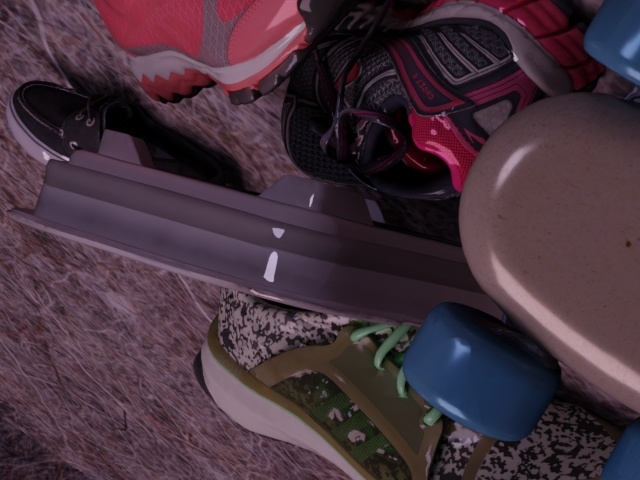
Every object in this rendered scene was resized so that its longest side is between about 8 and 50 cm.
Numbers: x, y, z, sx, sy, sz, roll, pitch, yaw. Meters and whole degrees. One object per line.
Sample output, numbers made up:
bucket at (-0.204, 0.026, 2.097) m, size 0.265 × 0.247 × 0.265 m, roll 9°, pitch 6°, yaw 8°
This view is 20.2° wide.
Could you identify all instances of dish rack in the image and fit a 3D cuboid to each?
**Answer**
dish rack at (0.000, 0.000, 1.156) m, size 0.285 × 0.072 × 0.333 m, roll 14°, pitch -179°, yaw 42°

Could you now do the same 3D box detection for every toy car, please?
toy car at (0.182, 0.002, 0.918) m, size 0.210 × 0.219 × 0.238 m, roll 29°, pitch -168°, yaw 8°

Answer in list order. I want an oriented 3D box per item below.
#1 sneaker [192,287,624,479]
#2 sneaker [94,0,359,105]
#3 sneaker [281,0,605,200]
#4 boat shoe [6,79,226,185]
sneaker at (0.054, 0.094, 1.383) m, size 0.410 × 0.158 × 0.182 m, roll 20°, pitch 135°, yaw 34°
sneaker at (-0.073, -0.161, 1.066) m, size 0.136 × 0.116 × 0.314 m, roll 48°, pitch 159°, yaw -18°
sneaker at (0.040, -0.076, 1.050) m, size 0.121 × 0.112 × 0.299 m, roll 43°, pitch 161°, yaw -12°
boat shoe at (-0.167, -0.082, 1.480) m, size 0.228 × 0.080 × 0.076 m, roll 35°, pitch 142°, yaw 23°
